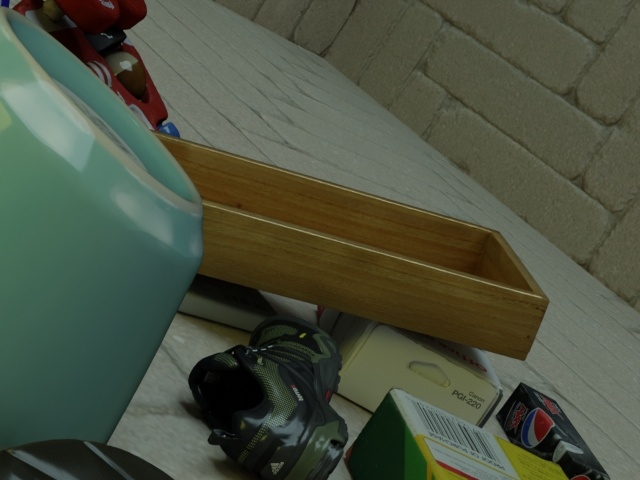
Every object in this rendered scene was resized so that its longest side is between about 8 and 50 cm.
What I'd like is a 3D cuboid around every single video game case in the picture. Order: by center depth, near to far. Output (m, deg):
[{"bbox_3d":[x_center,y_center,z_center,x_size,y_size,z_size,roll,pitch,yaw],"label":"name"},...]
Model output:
[{"bbox_3d":[-0.151,0.017,1.114,0.201,0.023,0.183,20,19,-43],"label":"video game case"}]

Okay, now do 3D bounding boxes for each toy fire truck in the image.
[{"bbox_3d":[-0.268,-0.192,1.340,0.254,0.169,0.302,57,12,-7],"label":"toy fire truck"}]

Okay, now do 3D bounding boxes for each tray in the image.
[{"bbox_3d":[0.000,0.000,1.120,0.410,0.076,0.203,16,17,-11],"label":"tray"}]

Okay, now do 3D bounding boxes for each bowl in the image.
[{"bbox_3d":[-0.192,-0.029,0.719,0.311,0.163,0.311,46,4,-4],"label":"bowl"}]

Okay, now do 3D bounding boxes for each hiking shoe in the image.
[{"bbox_3d":[-0.046,0.108,0.905,0.114,0.086,0.227,33,14,-19],"label":"hiking shoe"}]

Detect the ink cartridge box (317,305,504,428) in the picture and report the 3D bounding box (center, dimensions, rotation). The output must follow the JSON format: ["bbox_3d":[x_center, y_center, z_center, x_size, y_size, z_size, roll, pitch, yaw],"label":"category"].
[{"bbox_3d":[0.088,0.111,1.196,0.158,0.092,0.218,30,13,-12],"label":"ink cartridge box"}]

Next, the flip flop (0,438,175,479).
[{"bbox_3d":[-0.154,0.162,0.507,0.277,0.080,0.112,-3,41,-44],"label":"flip flop"}]

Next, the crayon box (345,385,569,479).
[{"bbox_3d":[0.153,0.257,0.865,0.202,0.081,0.318,28,14,-22],"label":"crayon box"}]

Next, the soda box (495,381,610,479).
[{"bbox_3d":[0.256,0.228,1.268,0.060,0.053,0.169,29,14,-20],"label":"soda box"}]

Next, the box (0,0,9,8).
[{"bbox_3d":[-0.407,-0.226,1.138,0.126,0.072,0.137,6,-1,30],"label":"box"}]
